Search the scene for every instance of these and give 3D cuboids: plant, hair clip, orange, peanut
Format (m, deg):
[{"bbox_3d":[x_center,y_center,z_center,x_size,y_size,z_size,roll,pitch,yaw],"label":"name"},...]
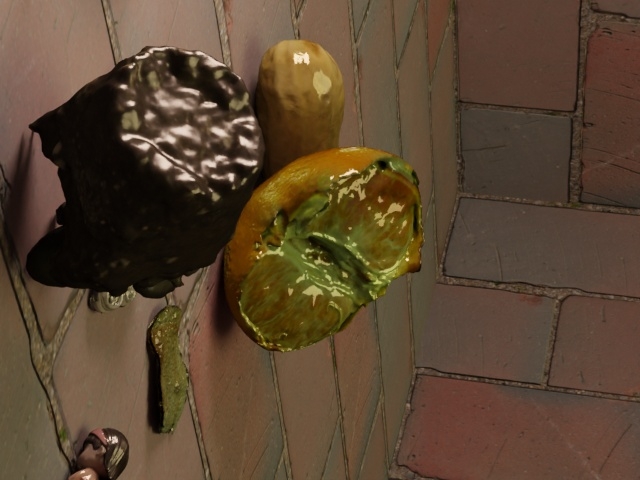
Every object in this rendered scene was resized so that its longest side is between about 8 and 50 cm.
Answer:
[{"bbox_3d":[-0.180,-0.059,1.640,0.276,0.199,0.188,-48,-119,49],"label":"plant"},{"bbox_3d":[-0.220,0.013,1.918,0.172,0.049,0.116,-30,112,-65],"label":"hair clip"},{"bbox_3d":[-0.007,-0.006,2.395,0.334,0.196,0.262,-46,153,15],"label":"orange"},{"bbox_3d":[-0.027,-0.173,2.481,0.319,0.147,0.147,87,15,-45],"label":"peanut"}]

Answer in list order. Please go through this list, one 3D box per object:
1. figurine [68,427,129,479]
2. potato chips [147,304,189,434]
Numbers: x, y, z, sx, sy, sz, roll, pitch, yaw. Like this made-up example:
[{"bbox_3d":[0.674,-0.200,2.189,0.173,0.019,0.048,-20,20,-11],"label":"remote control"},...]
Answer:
[{"bbox_3d":[-0.252,0.270,1.865,0.072,0.054,0.129,88,16,-50],"label":"figurine"},{"bbox_3d":[-0.197,0.177,2.146,0.209,0.026,0.142,82,16,-56],"label":"potato chips"}]
